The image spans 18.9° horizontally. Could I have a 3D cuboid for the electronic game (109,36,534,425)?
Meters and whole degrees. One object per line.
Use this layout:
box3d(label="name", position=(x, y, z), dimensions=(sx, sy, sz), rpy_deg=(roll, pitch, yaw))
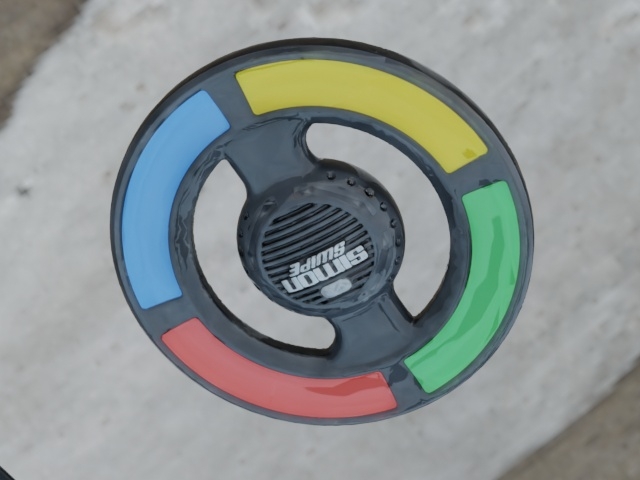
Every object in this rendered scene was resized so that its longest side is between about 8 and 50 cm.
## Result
box3d(label="electronic game", position=(0.000, 0.000, 1.033), dimensions=(0.229, 0.048, 0.229), rpy_deg=(2, 117, 4))

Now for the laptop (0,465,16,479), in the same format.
box3d(label="laptop", position=(-0.287, 0.196, 1.021), dimensions=(0.234, 0.136, 0.264), rpy_deg=(-46, 147, 22))
